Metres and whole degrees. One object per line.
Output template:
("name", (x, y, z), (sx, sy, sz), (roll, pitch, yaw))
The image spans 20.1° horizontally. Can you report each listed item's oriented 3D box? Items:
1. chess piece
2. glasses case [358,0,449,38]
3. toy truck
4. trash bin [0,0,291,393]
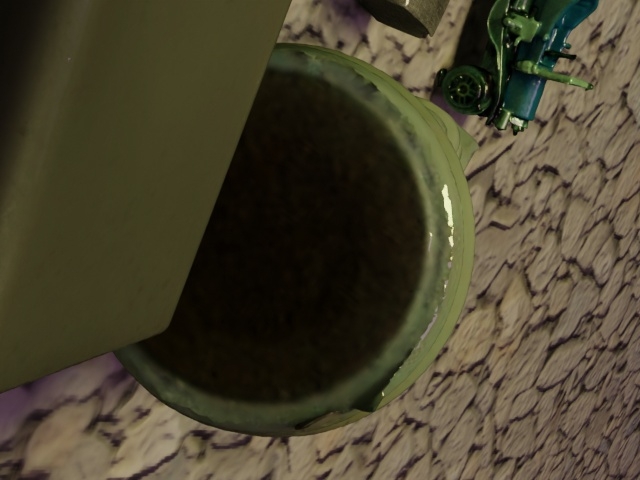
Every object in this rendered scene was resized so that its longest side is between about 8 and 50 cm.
("chess piece", (0.000, 0.000, 0.888), (0.298, 0.176, 0.175), (-3, 117, -79))
("glasses case", (0.079, -0.209, 0.944), (0.205, 0.047, 0.071), (-65, 159, -2))
("toy truck", (0.138, -0.137, 1.109), (0.080, 0.078, 0.154), (-2, 114, -67))
("trash bin", (-0.089, -0.084, 0.610), (0.164, 0.122, 0.240), (-20, 133, -61))
